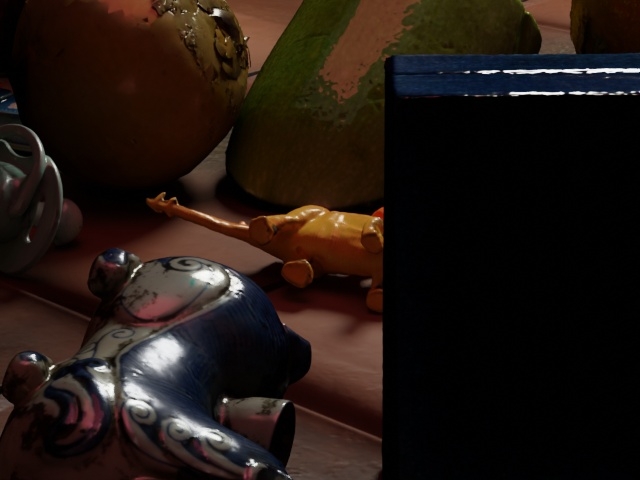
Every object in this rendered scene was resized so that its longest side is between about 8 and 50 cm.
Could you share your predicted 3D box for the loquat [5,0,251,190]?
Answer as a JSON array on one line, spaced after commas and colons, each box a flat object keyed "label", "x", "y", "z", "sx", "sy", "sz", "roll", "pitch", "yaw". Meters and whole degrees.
[{"label": "loquat", "x": -0.179, "y": -0.161, "z": 1.770, "sx": 0.235, "sy": 0.235, "sz": 0.235, "roll": -1, "pitch": 20, "yaw": 0}]

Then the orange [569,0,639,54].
[{"label": "orange", "x": 0.384, "y": -0.233, "z": 1.901, "sx": 0.274, "sy": 0.274, "sz": 0.274, "roll": -1, "pitch": 20, "yaw": 0}]

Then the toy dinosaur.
[{"label": "toy dinosaur", "x": 0.000, "y": 0.000, "z": 1.562, "sx": 0.288, "sy": 0.070, "sz": 0.117, "roll": 13, "pitch": 13, "yaw": 24}]

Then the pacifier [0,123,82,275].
[{"label": "pacifier", "x": -0.251, "y": -0.032, "z": 1.622, "sx": 0.150, "sy": 0.127, "sz": 0.116, "roll": 10, "pitch": -3, "yaw": 45}]

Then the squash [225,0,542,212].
[{"label": "squash", "x": 0.046, "y": -0.124, "z": 1.836, "sx": 0.233, "sy": 0.210, "sz": 0.309, "roll": 16, "pitch": 67, "yaw": 24}]

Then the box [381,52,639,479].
[{"label": "box", "x": 0.168, "y": 0.031, "z": 1.155, "sx": 0.261, "sy": 0.279, "sz": 0.116, "roll": -1, "pitch": 18, "yaw": 0}]

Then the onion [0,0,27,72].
[{"label": "onion", "x": -0.252, "y": -0.298, "z": 2.103, "sx": 0.260, "sy": 0.282, "sz": 0.337, "roll": 13, "pitch": -1, "yaw": -24}]

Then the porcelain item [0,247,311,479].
[{"label": "porcelain item", "x": -0.086, "y": 0.110, "z": 1.170, "sx": 0.186, "sy": 0.138, "sz": 0.288, "roll": 14, "pitch": 24, "yaw": 10}]

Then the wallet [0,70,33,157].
[{"label": "wallet", "x": -0.318, "y": -0.135, "z": 1.956, "sx": 0.202, "sy": 0.059, "sz": 0.141, "roll": 13, "pitch": 26, "yaw": 33}]
